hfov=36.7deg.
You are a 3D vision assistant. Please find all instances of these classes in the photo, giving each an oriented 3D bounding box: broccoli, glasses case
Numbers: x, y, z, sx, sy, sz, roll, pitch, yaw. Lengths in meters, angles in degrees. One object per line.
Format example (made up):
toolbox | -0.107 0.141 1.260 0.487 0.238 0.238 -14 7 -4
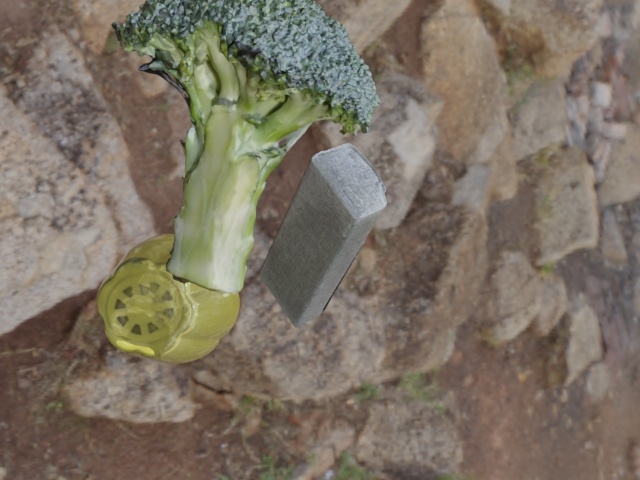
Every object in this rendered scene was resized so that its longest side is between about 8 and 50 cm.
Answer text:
broccoli | -0.069 -0.102 1.050 0.221 0.252 0.361 -114 -165 -55
glasses case | 0.000 0.000 0.876 0.047 0.205 0.070 -24 69 -30

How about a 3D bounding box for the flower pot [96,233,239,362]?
flower pot | -0.224 0.086 1.360 0.179 0.195 0.195 -4 80 -84
